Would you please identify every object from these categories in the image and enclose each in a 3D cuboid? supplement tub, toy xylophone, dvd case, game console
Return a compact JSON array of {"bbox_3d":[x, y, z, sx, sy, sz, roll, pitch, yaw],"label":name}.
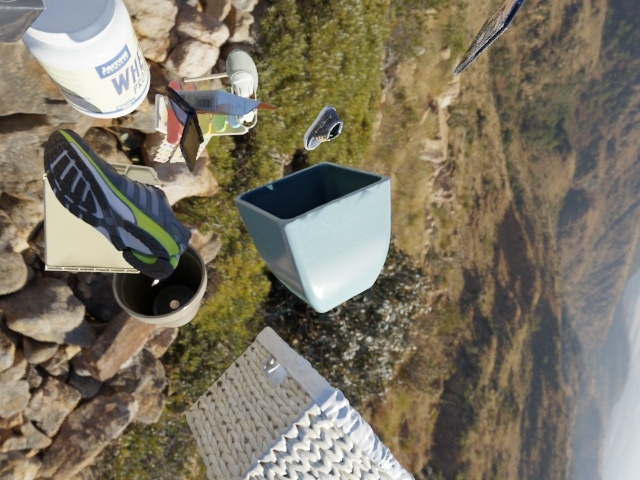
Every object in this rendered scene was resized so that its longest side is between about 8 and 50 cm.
[{"bbox_3d":[-0.560,-0.470,1.059,0.235,0.325,0.236,2,76,-9],"label":"supplement tub"},{"bbox_3d":[-0.361,-0.425,1.386,0.081,0.322,0.236,30,53,-79],"label":"toy xylophone"},{"bbox_3d":[0.389,-0.483,0.992,0.018,0.221,0.165,34,82,-6],"label":"dvd case"},{"bbox_3d":[-0.263,-0.205,0.831,0.071,0.107,0.122,-45,175,-16],"label":"game console"}]

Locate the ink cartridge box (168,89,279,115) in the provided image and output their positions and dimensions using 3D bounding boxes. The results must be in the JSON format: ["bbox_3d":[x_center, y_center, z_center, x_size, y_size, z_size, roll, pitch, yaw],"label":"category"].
[{"bbox_3d":[-0.198,-0.273,0.918,0.179,0.145,0.045,-2,102,-55],"label":"ink cartridge box"}]

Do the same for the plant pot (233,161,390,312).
[{"bbox_3d":[0.000,0.000,0.956,0.247,0.248,0.252,-26,119,-24],"label":"plant pot"}]

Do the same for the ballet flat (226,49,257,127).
[{"bbox_3d":[-0.185,-0.362,1.089,0.072,0.068,0.213,-10,153,-9],"label":"ballet flat"}]

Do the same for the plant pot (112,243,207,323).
[{"bbox_3d":[-0.579,0.196,1.684,0.323,0.323,0.280,-49,163,-28],"label":"plant pot"}]

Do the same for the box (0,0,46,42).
[{"bbox_3d":[-0.419,-0.258,0.381,0.270,0.165,0.143,-22,111,-38],"label":"box"}]

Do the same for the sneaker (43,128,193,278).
[{"bbox_3d":[-0.351,-0.071,0.784,0.300,0.111,0.121,52,29,-16],"label":"sneaker"}]

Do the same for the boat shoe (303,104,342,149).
[{"bbox_3d":[0.006,-0.355,1.484,0.065,0.083,0.183,-8,148,-37],"label":"boat shoe"}]

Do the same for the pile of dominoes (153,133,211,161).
[{"bbox_3d":[-0.524,-0.357,1.710,0.196,0.251,0.040,-15,76,-40],"label":"pile of dominoes"}]

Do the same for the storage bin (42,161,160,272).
[{"bbox_3d":[-0.561,-0.061,1.143,0.260,0.123,0.262,4,117,-24],"label":"storage bin"}]

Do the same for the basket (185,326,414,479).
[{"bbox_3d":[-0.056,0.410,0.902,0.266,0.328,0.331,-42,114,-14],"label":"basket"}]
